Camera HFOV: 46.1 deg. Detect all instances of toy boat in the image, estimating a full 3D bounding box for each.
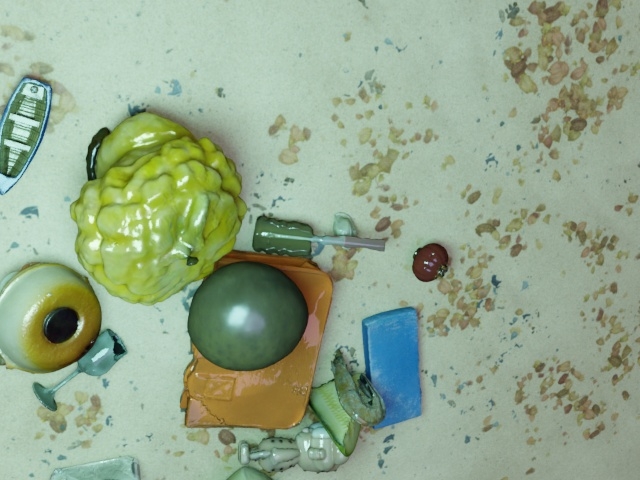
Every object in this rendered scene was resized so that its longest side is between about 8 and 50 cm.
[{"bbox_3d":[-0.570,-0.196,1.425,0.080,0.046,0.229,16,102,-27],"label":"toy boat"}]

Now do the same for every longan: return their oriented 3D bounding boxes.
[{"bbox_3d":[-0.143,0.157,1.516,0.248,0.248,0.248,-7,110,-20],"label":"longan"}]

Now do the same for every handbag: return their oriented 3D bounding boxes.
[{"bbox_3d":[-0.150,0.231,1.712,0.303,0.116,0.410,8,104,-21],"label":"handbag"}]

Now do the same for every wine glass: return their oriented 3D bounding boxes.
[{"bbox_3d":[-0.506,0.272,1.596,0.195,0.079,0.079,-38,118,-5],"label":"wine glass"}]

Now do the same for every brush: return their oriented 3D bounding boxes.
[{"bbox_3d":[0.000,0.000,1.682,0.300,0.071,0.084,6,102,-9],"label":"brush"}]

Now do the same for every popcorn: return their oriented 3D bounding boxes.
[{"bbox_3d":[-0.327,-0.069,1.439,0.349,0.381,0.349,-39,159,-18],"label":"popcorn"}]

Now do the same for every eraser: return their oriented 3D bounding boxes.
[{"bbox_3d":[0.183,0.324,1.915,0.144,0.042,0.312,-13,112,-17],"label":"eraser"}]

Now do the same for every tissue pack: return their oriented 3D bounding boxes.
[{"bbox_3d":[-0.500,0.641,1.701,0.201,0.124,0.271,-7,111,-21],"label":"tissue pack"}]

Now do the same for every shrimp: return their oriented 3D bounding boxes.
[{"bbox_3d":[0.087,0.349,1.787,0.126,0.223,0.047,13,125,-31],"label":"shrimp"}]

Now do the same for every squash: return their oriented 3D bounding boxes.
[{"bbox_3d":[0.081,0.427,1.790,0.169,0.252,0.093,-16,115,-16],"label":"squash"}]

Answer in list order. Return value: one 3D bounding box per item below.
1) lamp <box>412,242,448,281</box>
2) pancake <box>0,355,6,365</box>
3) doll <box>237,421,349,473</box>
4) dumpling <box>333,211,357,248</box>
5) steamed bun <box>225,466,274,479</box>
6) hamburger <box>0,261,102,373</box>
[{"bbox_3d":[0.267,0.054,1.830,0.101,0.090,0.101,-37,148,-28],"label":"lamp"},{"bbox_3d":[-0.646,0.193,1.542,0.139,0.022,0.140,-7,110,-19],"label":"pancake"},{"bbox_3d":[-0.061,0.508,1.824,0.278,0.154,0.119,1,82,-21],"label":"doll"},{"bbox_3d":[0.060,-0.024,1.737,0.057,0.076,0.052,-15,139,-19],"label":"dumpling"},{"bbox_3d":[-0.174,0.664,1.825,0.200,0.155,0.250,-44,124,0],"label":"steamed bun"},{"bbox_3d":[-0.540,0.154,1.495,0.236,0.147,0.237,-14,111,-43],"label":"hamburger"}]
